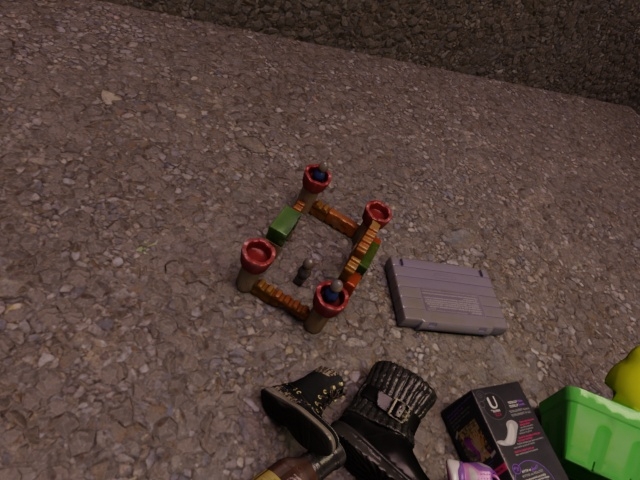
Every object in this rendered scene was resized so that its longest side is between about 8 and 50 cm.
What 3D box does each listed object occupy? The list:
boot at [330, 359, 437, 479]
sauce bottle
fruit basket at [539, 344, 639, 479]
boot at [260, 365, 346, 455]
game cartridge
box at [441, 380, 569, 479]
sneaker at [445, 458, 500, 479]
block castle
[{"bbox_3d":[0.203,0.457,1.139,0.348,0.131,0.260,42,47,13],"label":"boot"},{"bbox_3d":[-0.091,0.503,0.977,0.344,0.111,0.111,-23,65,-36],"label":"sauce bottle"},{"bbox_3d":[0.770,0.441,1.252,0.391,0.283,0.393,-1,61,3],"label":"fruit basket"},{"bbox_3d":[0.001,0.359,1.104,0.178,0.085,0.236,-15,21,-38],"label":"boot"},{"bbox_3d":[0.377,0.173,1.516,0.354,0.068,0.230,9,53,-19],"label":"game cartridge"},{"bbox_3d":[0.440,0.500,1.204,0.165,0.143,0.271,0,52,-27],"label":"box"},{"bbox_3d":[0.335,0.531,1.075,0.104,0.236,0.095,-12,51,13],"label":"sneaker"},{"bbox_3d":[0.000,0.000,1.378,0.302,0.213,0.453,31,46,2],"label":"block castle"}]
